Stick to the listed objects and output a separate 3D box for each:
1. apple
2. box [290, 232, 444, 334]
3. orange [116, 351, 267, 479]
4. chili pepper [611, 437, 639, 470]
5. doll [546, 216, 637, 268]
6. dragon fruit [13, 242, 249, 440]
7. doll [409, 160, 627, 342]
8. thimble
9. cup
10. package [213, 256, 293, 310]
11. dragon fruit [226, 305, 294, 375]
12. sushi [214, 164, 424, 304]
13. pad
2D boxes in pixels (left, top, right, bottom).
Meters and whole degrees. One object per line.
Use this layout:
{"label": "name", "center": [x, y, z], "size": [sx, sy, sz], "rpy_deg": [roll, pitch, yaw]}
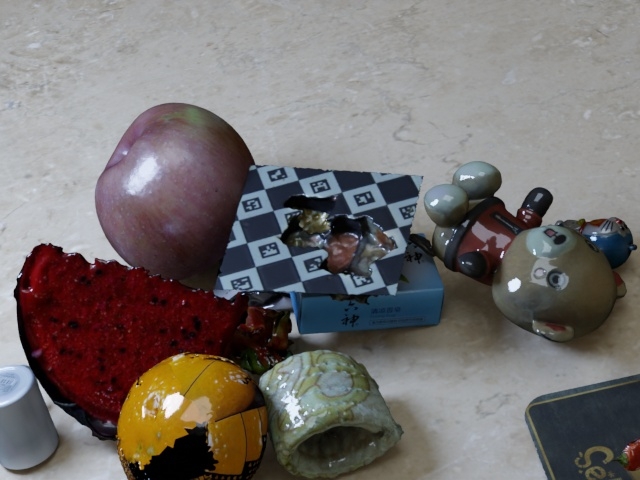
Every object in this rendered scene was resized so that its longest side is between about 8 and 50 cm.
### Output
{"label": "apple", "center": [-0.246, -0.087, 2.123], "size": [0.305, 0.235, 0.306], "rpy_deg": [-41, 23, 22]}
{"label": "box", "center": [0.068, 0.067, 1.996], "size": [0.232, 0.083, 0.143], "rpy_deg": [-4, 39, -8]}
{"label": "orange", "center": [-0.178, 0.269, 1.755], "size": [0.234, 0.182, 0.234], "rpy_deg": [-27, 39, 25]}
{"label": "chili pepper", "center": [0.461, 0.271, 1.673], "size": [0.178, 0.045, 0.027], "rpy_deg": [-16, 35, -29]}
{"label": "doll", "center": [0.437, 0.001, 2.012], "size": [0.152, 0.086, 0.114], "rpy_deg": [11, 22, 39]}
{"label": "dragon fruit", "center": [-0.303, 0.159, 1.888], "size": [0.343, 0.282, 0.100], "rpy_deg": [18, 5, -7]}
{"label": "doll", "center": [0.298, 0.030, 1.921], "size": [0.330, 0.174, 0.235], "rpy_deg": [36, 41, 24]}
{"label": "thimble", "center": [0.012, 0.247, 1.797], "size": [0.190, 0.137, 0.143], "rpy_deg": [-9, 40, -13]}
{"label": "cup", "center": [-0.467, 0.258, 1.906], "size": [0.099, 0.133, 0.136], "rpy_deg": [-22, 35, -13]}
{"label": "package", "center": [-0.056, 0.037, 2.112], "size": [0.250, 0.062, 0.204], "rpy_deg": [-2, 43, 6]}
{"label": "dragon fruit", "center": [-0.107, 0.150, 1.948], "size": [0.138, 0.142, 0.175], "rpy_deg": [8, 45, -48]}
{"label": "sushi", "center": [0.000, 0.000, 1.959], "size": [0.292, 0.059, 0.294], "rpy_deg": [3, 44, 13]}
{"label": "pad", "center": [0.400, 0.314, 1.680], "size": [0.314, 0.063, 0.375], "rpy_deg": [-14, 40, -1]}
